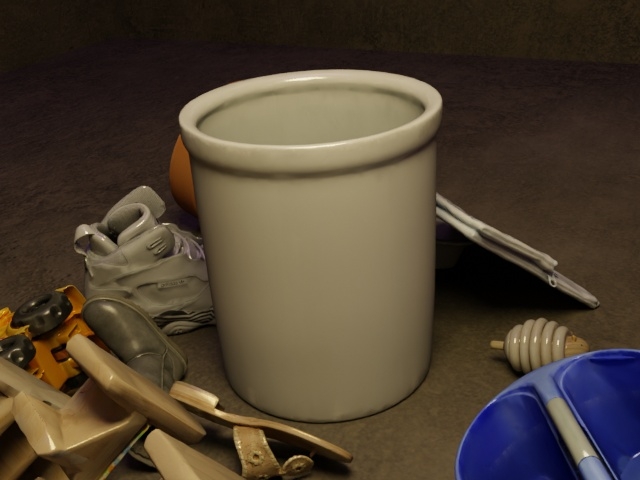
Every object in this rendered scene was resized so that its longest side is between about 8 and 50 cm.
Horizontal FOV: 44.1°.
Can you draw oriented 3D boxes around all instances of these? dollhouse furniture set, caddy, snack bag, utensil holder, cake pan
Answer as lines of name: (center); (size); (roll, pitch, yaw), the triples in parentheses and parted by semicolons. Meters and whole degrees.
dollhouse furniture set: (-0.247, 0.273, 0.680); (0.362, 0.256, 0.394); (-48, 48, -7)
caddy: (0.254, 0.226, 0.701); (0.241, 0.179, 0.341); (-30, 17, 9)
snack bag: (0.253, -0.018, 1.238); (0.342, 0.037, 0.323); (26, 9, -36)
utensil holder: (0.000, 0.000, 1.064); (0.327, 0.386, 0.328); (-4, 25, 2)
cake pan: (0.115, -0.017, 1.354); (0.293, 0.054, 0.293); (13, 12, -3)

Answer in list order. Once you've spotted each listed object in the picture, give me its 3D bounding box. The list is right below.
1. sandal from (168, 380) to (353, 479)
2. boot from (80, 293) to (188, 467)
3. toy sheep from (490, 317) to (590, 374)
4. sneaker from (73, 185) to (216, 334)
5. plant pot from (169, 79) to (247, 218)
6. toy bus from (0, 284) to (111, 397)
sandal: (-0.085, 0.249, 0.940); (0.239, 0.088, 0.079); (19, 67, 15)
boot: (-0.242, 0.177, 1.013); (0.076, 0.189, 0.208); (-45, 20, 19)
toy sheep: (0.295, 0.146, 1.069); (0.132, 0.091, 0.091); (-6, 22, 30)
sneaker: (-0.197, 0.025, 1.221); (0.365, 0.210, 0.137); (-14, 40, -16)
plant pot: (-0.112, -0.130, 1.501); (0.203, 0.291, 0.290); (33, 42, 27)
toy bus: (-0.421, 0.179, 1.057); (0.211, 0.150, 0.220); (-11, 26, 17)
